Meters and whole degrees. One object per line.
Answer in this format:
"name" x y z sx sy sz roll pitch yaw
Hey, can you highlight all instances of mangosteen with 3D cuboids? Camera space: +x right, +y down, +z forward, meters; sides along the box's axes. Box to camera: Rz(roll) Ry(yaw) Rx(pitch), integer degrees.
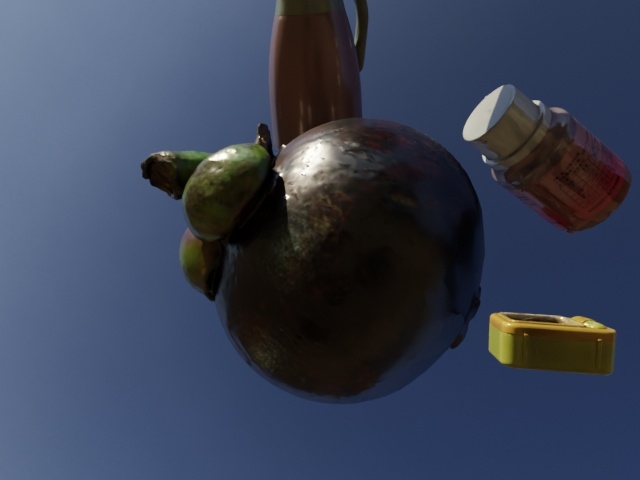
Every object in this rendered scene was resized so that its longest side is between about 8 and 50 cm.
"mangosteen" 0.000 0.000 0.496 0.360 0.306 0.306 32 -59 2

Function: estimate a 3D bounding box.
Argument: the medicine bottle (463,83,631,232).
"medicine bottle" 0.347 -0.127 0.704 0.247 0.147 0.147 33 -56 -16

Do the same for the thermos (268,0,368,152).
"thermos" 0.000 -0.275 0.679 0.146 0.176 0.264 27 -51 44

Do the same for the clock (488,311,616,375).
"clock" 0.446 0.197 0.886 0.202 0.143 0.096 2 -87 6
